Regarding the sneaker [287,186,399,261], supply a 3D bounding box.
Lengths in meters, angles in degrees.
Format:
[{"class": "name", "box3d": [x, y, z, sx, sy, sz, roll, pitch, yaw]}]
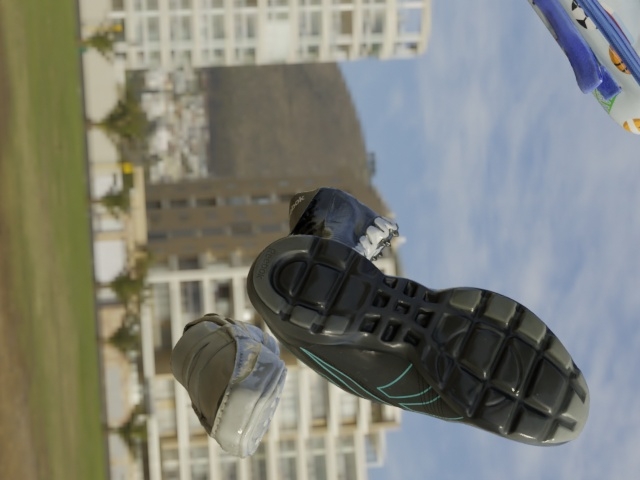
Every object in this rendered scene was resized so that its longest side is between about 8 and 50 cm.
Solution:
[{"class": "sneaker", "box3d": [0.000, 0.000, 1.394, 0.078, 0.106, 0.234, -51, 174, 23]}]

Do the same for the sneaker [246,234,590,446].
[{"class": "sneaker", "box3d": [0.072, 0.079, 1.026, 0.101, 0.267, 0.106, -61, 173, -25]}]

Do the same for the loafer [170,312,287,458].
[{"class": "loafer", "box3d": [-0.100, 0.139, 1.393, 0.319, 0.111, 0.112, -143, -103, -83]}]

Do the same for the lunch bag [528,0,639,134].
[{"class": "lunch bag", "box3d": [0.295, -0.254, 1.252, 0.303, 0.243, 0.115, 55, -22, 4]}]
